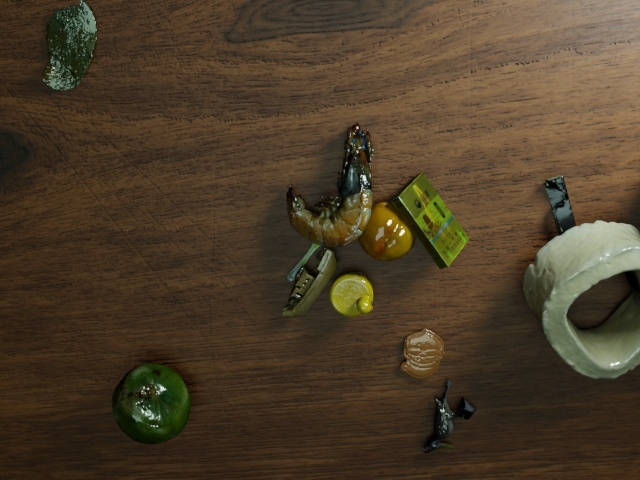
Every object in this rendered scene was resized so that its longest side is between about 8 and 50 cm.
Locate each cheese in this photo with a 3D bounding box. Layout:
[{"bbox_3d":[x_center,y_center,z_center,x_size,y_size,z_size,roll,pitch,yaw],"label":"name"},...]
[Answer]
[{"bbox_3d":[0.622,0.135,1.460,0.292,0.153,0.332,-30,118,12],"label":"cheese"}]

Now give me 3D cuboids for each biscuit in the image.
[{"bbox_3d":[0.250,0.278,1.636,0.102,0.019,0.131,14,104,1],"label":"biscuit"}]

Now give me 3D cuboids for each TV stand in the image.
[{"bbox_3d":[0.561,-0.028,1.514,0.036,0.042,0.249,-18,102,8],"label":"TV stand"}]

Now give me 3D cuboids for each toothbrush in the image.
[{"bbox_3d":[0.000,0.000,1.587,0.022,0.026,0.263,33,106,-20],"label":"toothbrush"}]

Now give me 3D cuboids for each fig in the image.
[{"bbox_3d":[-0.444,0.431,1.675,0.203,0.203,0.235,41,129,-5],"label":"fig"}]

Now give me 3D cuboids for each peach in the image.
[{"bbox_3d":[0.149,-0.016,1.516,0.138,0.138,0.138,1,104,6],"label":"peach"}]

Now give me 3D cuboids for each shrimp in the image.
[{"bbox_3d":[0.022,-0.128,1.517,0.222,0.054,0.291,6,81,31],"label":"shrimp"}]

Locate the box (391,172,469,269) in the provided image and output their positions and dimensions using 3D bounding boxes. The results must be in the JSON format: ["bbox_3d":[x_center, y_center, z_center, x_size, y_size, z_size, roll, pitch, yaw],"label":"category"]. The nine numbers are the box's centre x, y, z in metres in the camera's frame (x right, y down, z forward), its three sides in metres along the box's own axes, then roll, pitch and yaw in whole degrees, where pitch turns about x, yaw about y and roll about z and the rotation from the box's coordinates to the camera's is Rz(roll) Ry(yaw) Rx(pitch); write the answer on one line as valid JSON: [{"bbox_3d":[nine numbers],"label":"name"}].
[{"bbox_3d":[0.250,-0.046,1.505,0.030,0.121,0.193,-27,103,47],"label":"box"}]

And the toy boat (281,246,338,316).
[{"bbox_3d":[-0.030,0.101,1.592,0.072,0.064,0.206,30,108,-14],"label":"toy boat"}]

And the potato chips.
[{"bbox_3d":[-0.584,-0.452,1.535,0.142,0.026,0.209,42,104,-3],"label":"potato chips"}]

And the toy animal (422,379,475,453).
[{"bbox_3d":[0.311,0.454,1.661,0.105,0.070,0.203,28,108,12],"label":"toy animal"}]

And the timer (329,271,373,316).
[{"bbox_3d":[0.074,0.130,1.569,0.107,0.109,0.107,1,104,6],"label":"timer"}]
